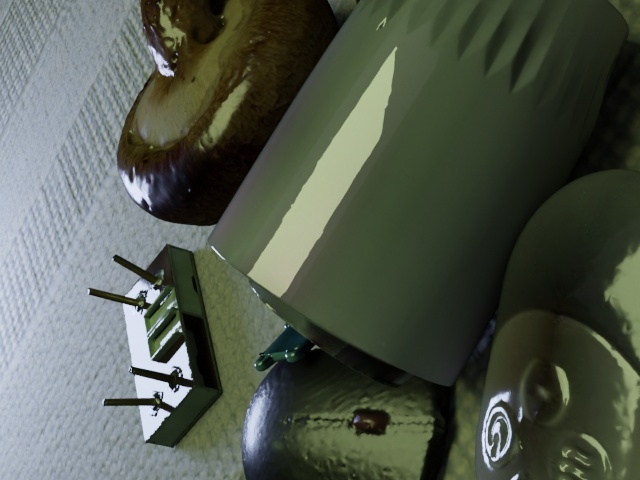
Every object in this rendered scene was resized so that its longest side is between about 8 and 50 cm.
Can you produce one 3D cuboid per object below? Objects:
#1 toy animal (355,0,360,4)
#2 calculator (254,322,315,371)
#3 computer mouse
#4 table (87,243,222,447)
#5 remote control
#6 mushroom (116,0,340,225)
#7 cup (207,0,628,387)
[{"bbox_3d":[0.079,-0.380,1.419,0.114,0.116,0.255,5,80,58],"label":"toy animal"},{"bbox_3d":[-0.011,0.089,1.338,0.094,0.019,0.141,-20,18,43],"label":"calculator"},{"bbox_3d":[0.007,0.188,1.277,0.295,0.087,0.168,-16,59,50],"label":"computer mouse"},{"bbox_3d":[-0.220,0.123,1.624,0.121,0.111,0.240,-49,39,30],"label":"table"},{"bbox_3d":[0.209,0.110,0.982,0.221,0.103,0.332,14,95,56],"label":"remote control"},{"bbox_3d":[-0.107,-0.166,1.511,0.345,0.239,0.345,-172,90,-79],"label":"mushroom"},{"bbox_3d":[0.087,-0.075,1.128,0.372,0.253,0.253,-60,34,3],"label":"cup"}]
